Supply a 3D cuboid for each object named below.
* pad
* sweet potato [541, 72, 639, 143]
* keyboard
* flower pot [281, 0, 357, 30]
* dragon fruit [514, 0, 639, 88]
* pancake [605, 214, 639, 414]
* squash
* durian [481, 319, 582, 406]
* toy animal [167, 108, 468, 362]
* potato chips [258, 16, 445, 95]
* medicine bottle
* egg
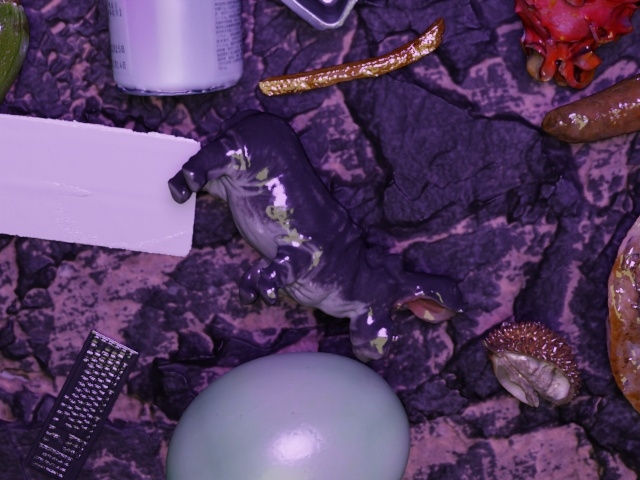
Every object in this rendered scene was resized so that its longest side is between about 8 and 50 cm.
[{"bbox_3d":[-0.249,-0.058,1.067,0.232,0.004,0.156,8,125,-4],"label":"pad"},{"bbox_3d":[0.362,-0.155,1.020,0.274,0.075,0.075,-18,106,9],"label":"sweet potato"},{"bbox_3d":[-0.284,0.202,1.176,0.067,0.011,0.202,27,106,-6],"label":"keyboard"},{"bbox_3d":[0.055,-0.308,0.957,0.229,0.108,0.103,-39,103,13],"label":"flower pot"},{"bbox_3d":[0.249,-0.235,0.969,0.150,0.133,0.207,26,143,29],"label":"dragon fruit"},{"bbox_3d":[0.503,0.060,1.083,0.383,0.071,0.382,0,107,2],"label":"pancake"},{"bbox_3d":[-0.373,-0.159,1.033,0.077,0.068,0.219,33,106,-32],"label":"squash"},{"bbox_3d":[0.233,0.127,1.108,0.140,0.071,0.110,36,144,-25],"label":"durian"},{"bbox_3d":[-0.006,0.016,1.049,0.343,0.106,0.168,43,68,-15],"label":"toy animal"},{"bbox_3d":[0.036,-0.185,1.039,0.204,0.026,0.037,-17,103,7],"label":"potato chips"},{"bbox_3d":[-0.144,-0.235,0.970,0.135,0.135,0.168,-1,109,2],"label":"medicine bottle"},{"bbox_3d":[-0.034,0.233,1.072,0.270,0.220,0.220,-19,106,-2],"label":"egg"}]
